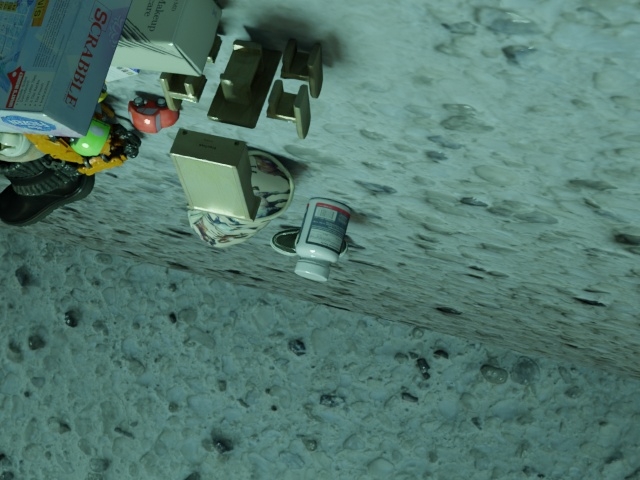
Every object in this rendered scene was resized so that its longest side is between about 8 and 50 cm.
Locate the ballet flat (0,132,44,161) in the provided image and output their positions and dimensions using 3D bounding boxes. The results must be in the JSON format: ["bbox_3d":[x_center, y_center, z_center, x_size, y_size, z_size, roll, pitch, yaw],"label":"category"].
[{"bbox_3d":[-0.763,-0.243,2.005,0.316,0.107,0.106,10,-175,-37],"label":"ballet flat"}]

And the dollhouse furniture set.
[{"bbox_3d":[-0.124,-0.177,1.301,0.212,0.242,0.161,13,154,9],"label":"dollhouse furniture set"}]

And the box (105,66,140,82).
[{"bbox_3d":[-0.372,-0.312,1.522,0.081,0.028,0.136,26,161,-39],"label":"box"}]

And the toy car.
[{"bbox_3d":[-0.419,-0.224,1.684,0.239,0.053,0.225,23,137,-28],"label":"toy car"}]

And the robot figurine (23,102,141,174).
[{"bbox_3d":[-0.506,-0.224,1.843,0.211,0.085,0.291,-15,162,6],"label":"robot figurine"}]

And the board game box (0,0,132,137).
[{"bbox_3d":[-0.344,-0.277,0.976,0.318,0.318,0.066,9,166,31],"label":"board game box"}]

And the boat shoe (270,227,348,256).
[{"bbox_3d":[-0.036,0.000,2.368,0.219,0.077,0.070,3,165,16],"label":"boat shoe"}]

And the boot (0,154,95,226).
[{"bbox_3d":[-0.802,-0.162,2.304,0.348,0.131,0.260,-22,155,25],"label":"boot"}]

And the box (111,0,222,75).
[{"bbox_3d":[-0.288,-0.311,1.236,0.275,0.113,0.094,9,165,22],"label":"box"}]

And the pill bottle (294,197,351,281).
[{"bbox_3d":[0.000,0.000,2.070,0.108,0.180,0.108,15,168,3],"label":"pill bottle"}]

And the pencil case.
[{"bbox_3d":[-0.194,-0.085,1.970,0.184,0.159,0.410,2,172,-16],"label":"pencil case"}]
